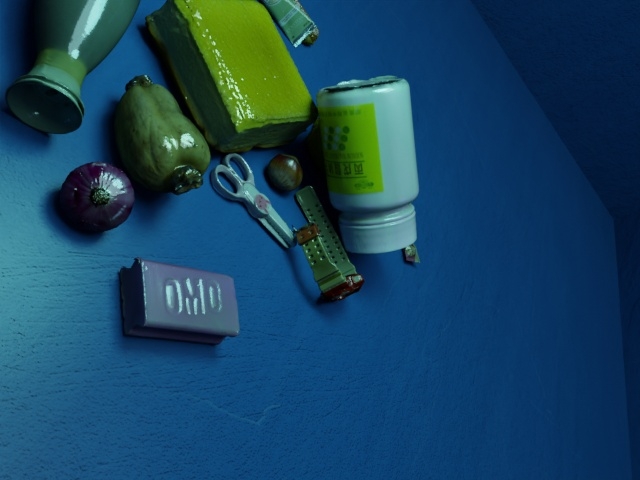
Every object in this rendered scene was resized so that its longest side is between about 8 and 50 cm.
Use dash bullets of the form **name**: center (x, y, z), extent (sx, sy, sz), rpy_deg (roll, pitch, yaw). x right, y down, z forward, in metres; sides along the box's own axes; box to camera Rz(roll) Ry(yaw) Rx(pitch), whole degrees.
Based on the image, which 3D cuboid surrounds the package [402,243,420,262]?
- **package**: center (0.246, 0.023, 1.847), extent (0.059, 0.029, 0.083), rpy_deg (14, 46, -39)

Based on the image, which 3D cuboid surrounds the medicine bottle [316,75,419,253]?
- **medicine bottle**: center (0.115, -0.177, 1.537), extent (0.213, 0.213, 0.379), rpy_deg (-34, 120, -55)

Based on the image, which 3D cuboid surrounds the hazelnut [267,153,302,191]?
- **hazelnut**: center (-0.080, -0.154, 1.510), extent (0.086, 0.086, 0.087), rpy_deg (30, 46, -37)

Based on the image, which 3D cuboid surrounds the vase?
- **vase**: center (-0.420, -0.339, 1.129), extent (0.173, 0.173, 0.322), rpy_deg (31, 52, -37)

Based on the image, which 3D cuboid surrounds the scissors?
- **scissors**: center (-0.134, -0.075, 1.421), extent (0.242, 0.030, 0.118), rpy_deg (51, 36, -15)

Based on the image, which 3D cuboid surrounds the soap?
- **soap**: center (-0.237, 0.107, 1.140), extent (0.203, 0.065, 0.122), rpy_deg (14, 57, -46)

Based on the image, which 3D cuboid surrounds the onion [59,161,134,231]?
- **onion**: center (-0.361, -0.071, 1.081), extent (0.115, 0.115, 0.104), rpy_deg (46, -6, -23)

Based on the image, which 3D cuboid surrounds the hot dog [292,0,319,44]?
- **hot dog**: center (-0.062, -0.619, 1.861), extent (0.165, 0.045, 0.071), rpy_deg (54, 35, -13)

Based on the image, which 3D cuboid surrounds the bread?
- **bread**: center (-0.182, -0.368, 1.457), extent (0.323, 0.143, 0.333), rpy_deg (-20, 83, -56)

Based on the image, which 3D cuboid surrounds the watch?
- **watch**: center (0.002, 0.007, 1.486), extent (0.269, 0.102, 0.165), rpy_deg (62, 15, 1)

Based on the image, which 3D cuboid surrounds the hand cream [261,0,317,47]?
- **hand cream**: center (-0.113, -0.637, 1.790), extent (0.235, 0.086, 0.055), rpy_deg (46, -4, -20)

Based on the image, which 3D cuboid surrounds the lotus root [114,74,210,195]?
- **lotus root**: center (-0.285, -0.178, 1.205), extent (0.154, 0.140, 0.257), rpy_deg (-7, 63, -40)

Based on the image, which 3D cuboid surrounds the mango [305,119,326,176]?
- **mango**: center (0.089, -0.216, 1.709), extent (0.257, 0.138, 0.187), rpy_deg (44, 51, -15)
